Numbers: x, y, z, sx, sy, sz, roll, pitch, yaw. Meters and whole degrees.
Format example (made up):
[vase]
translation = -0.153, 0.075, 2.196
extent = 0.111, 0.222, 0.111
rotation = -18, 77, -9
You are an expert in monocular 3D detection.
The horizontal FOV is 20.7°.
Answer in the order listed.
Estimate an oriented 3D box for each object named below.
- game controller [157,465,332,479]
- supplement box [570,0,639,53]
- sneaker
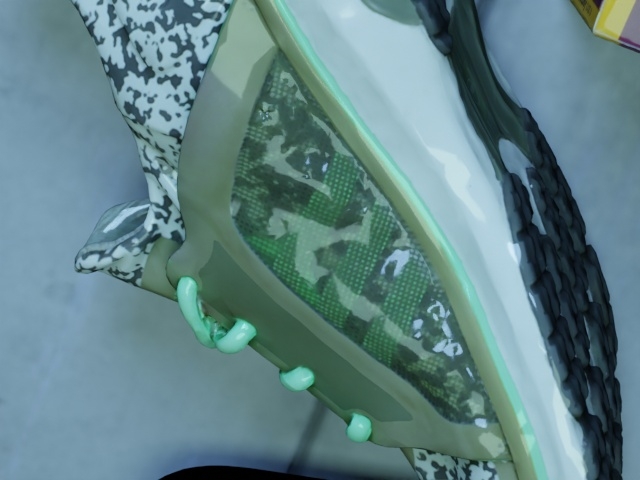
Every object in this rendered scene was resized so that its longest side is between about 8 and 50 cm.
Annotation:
[game controller]
translation = 0.063, 0.194, 0.749
extent = 0.319, 0.166, 0.067
rotation = 9, 142, -1
[supplement box]
translation = 0.197, -0.091, 0.668
extent = 0.188, 0.104, 0.080
rotation = 20, 108, -6
[sneaker]
translation = 0.000, 0.000, 0.698
extent = 0.182, 0.158, 0.410
rotation = -20, 100, 19
